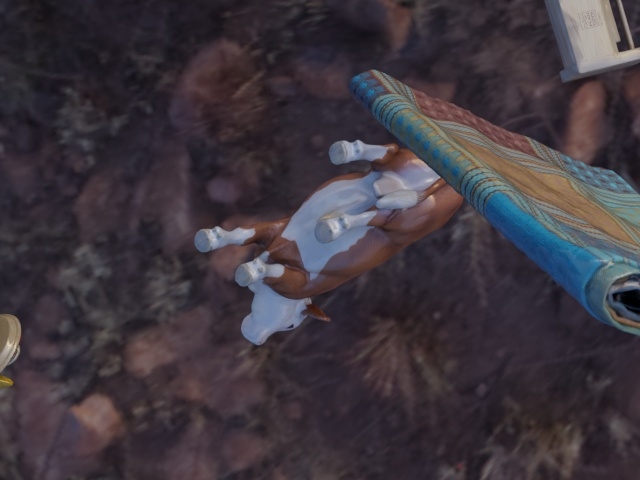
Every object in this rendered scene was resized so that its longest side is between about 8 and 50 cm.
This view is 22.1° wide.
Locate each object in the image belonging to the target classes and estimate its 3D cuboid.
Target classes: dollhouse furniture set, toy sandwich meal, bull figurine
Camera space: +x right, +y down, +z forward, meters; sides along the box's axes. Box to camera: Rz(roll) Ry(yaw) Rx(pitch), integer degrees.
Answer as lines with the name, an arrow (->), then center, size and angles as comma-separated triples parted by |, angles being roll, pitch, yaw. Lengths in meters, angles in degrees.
dollhouse furniture set -> 0.172, -0.216, 1.383 | 0.129, 0.129, 0.183 | 157, 98, -71
toy sandwich meal -> -0.269, 0.097, 1.321 | 0.086, 0.085, 0.029 | -21, 131, 28
bull figurine -> 0.000, 0.000, 1.612 | 0.310, 0.188, 0.101 | -37, 68, 29

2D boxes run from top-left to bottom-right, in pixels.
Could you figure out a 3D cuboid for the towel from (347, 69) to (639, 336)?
towel -> 0.197, -0.010, 1.142 | 0.040, 0.271, 0.370 | -61, 32, 14
